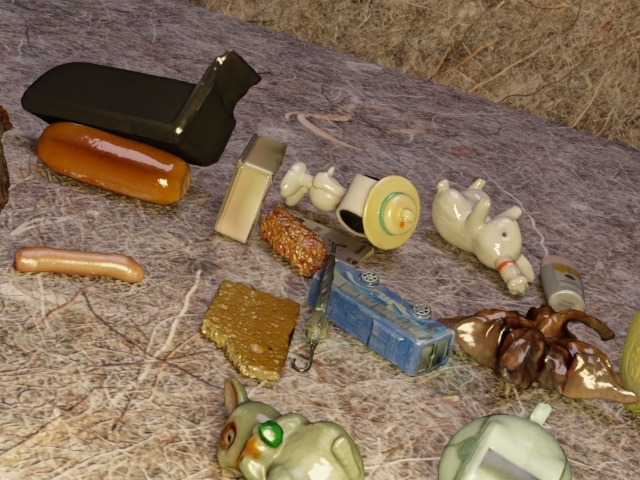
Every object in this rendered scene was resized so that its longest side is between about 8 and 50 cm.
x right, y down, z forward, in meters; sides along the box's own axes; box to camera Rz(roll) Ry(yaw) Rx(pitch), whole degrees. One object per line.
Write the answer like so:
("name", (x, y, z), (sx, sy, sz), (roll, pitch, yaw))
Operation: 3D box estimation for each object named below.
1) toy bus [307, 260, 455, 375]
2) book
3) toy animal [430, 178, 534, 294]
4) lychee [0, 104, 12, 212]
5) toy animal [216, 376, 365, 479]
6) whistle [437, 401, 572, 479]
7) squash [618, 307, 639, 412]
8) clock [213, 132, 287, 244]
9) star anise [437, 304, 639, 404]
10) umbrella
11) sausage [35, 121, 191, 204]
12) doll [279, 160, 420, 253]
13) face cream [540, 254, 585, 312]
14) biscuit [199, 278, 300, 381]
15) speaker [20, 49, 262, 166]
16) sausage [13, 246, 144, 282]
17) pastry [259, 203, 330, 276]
("toy bus", (0.087, 0.120, 1.508), (0.236, 0.079, 0.094), (32, 42, 33))
("book", (0.000, 0.000, 1.801), (0.181, 0.014, 0.127), (23, 21, 14))
("toy animal", (0.339, -0.015, 1.935), (0.140, 0.138, 0.282), (2, 27, -44))
("lychee", (-0.552, -0.115, 1.326), (0.300, 0.300, 0.300), (15, 22, -6))
("toy animal", (-0.054, 0.238, 1.103), (0.236, 0.138, 0.108), (9, 48, 51))
("whistle", (0.190, 0.296, 1.102), (0.163, 0.163, 0.290), (26, 60, 20))
("squash", (0.526, 0.165, 1.538), (0.041, 0.219, 0.219), (15, 22, -3))
("clock", (-0.122, -0.094, 1.754), (0.071, 0.147, 0.192), (22, 22, -3))
("star anise", (0.353, 0.163, 1.560), (0.349, 0.109, 0.292), (13, 27, -14))
("umbrella", (0.007, 0.098, 1.457), (0.044, 0.044, 0.269), (13, 43, 5))
("sausage", (-0.362, -0.135, 1.732), (0.274, 0.105, 0.105), (18, 22, -1))
("doll", (0.050, -0.070, 1.842), (0.271, 0.144, 0.208), (26, -13, 8))
("face cream", (0.467, 0.086, 1.899), (0.084, 0.057, 0.198), (19, 22, 1))
("biscuit", (-0.103, 0.127, 1.400), (0.131, 0.026, 0.237), (16, 22, 0))
("speaker", (-0.324, -0.263, 1.804), (0.388, 0.184, 0.180), (13, -9, 20))
("sausage", (-0.345, 0.033, 1.418), (0.186, 0.043, 0.043), (7, 24, -26))
("pastry", (-0.043, -0.002, 1.694), (0.087, 0.063, 0.169), (-16, 42, -39))
